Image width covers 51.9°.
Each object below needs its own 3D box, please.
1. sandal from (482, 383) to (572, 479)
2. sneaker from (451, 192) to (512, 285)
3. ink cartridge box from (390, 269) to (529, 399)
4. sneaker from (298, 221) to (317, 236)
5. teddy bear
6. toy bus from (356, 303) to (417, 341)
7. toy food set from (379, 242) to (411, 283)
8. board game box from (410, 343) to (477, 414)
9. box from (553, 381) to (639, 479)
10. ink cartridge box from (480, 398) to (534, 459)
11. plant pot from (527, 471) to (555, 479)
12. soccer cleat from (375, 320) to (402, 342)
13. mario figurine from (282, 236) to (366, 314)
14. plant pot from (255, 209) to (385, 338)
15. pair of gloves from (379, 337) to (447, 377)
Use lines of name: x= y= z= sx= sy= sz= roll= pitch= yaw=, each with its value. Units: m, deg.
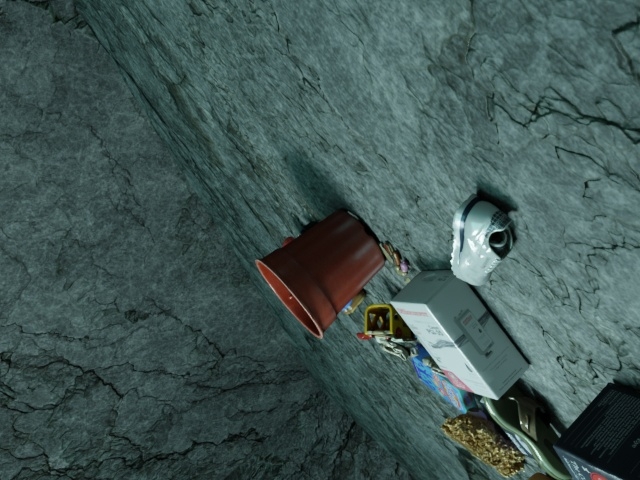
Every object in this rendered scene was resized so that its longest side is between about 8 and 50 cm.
sandal: x=0.509 y=0.429 z=1.564 sx=0.303 sy=0.120 sz=0.086 roll=46 pitch=137 yaw=7
sneaker: x=0.300 y=0.020 z=1.201 sx=0.094 sy=0.090 sz=0.235 roll=28 pitch=157 yaw=31
ink cartridge box: x=0.317 y=0.214 z=1.534 sx=0.283 sy=0.117 sz=0.207 roll=52 pitch=165 yaw=-8
sneaker: x=0.000 y=0.000 z=2.016 sx=0.083 sy=0.071 sz=0.190 roll=52 pitch=166 yaw=-30
teddy bear: x=0.486 y=0.589 z=1.940 sx=0.338 sy=0.113 sz=0.245 roll=41 pitch=166 yaw=-24
toy bus: x=0.212 y=0.233 z=1.892 sx=0.202 sy=0.190 sz=0.104 roll=135 pitch=138 yaw=-74
toy food set: x=0.197 y=0.050 z=1.674 sx=0.122 sy=0.019 sz=0.078 roll=58 pitch=168 yaw=5
board game box: x=0.372 y=0.424 z=2.003 sx=0.210 sy=0.047 sz=0.160 roll=33 pitch=157 yaw=44
box: x=0.630 y=0.456 z=1.114 sx=0.343 sy=0.179 sz=0.312 roll=54 pitch=163 yaw=-17
ink cartridge box: x=0.524 y=0.500 z=1.767 sx=0.206 sy=0.045 sz=0.208 roll=52 pitch=166 yaw=-8
plant pot: x=0.641 y=0.808 z=1.773 sx=0.203 sy=0.291 sz=0.291 roll=15 pitch=146 yaw=38
soccer cleat: x=0.218 y=0.301 z=2.089 sx=0.068 sy=0.076 sz=0.196 roll=54 pitch=164 yaw=-13
mario figurine: x=0.016 y=0.089 z=2.158 sx=0.320 sy=0.170 sz=0.198 roll=40 pitch=128 yaw=-2
plant pot: x=0.011 y=0.073 z=1.765 sx=0.272 sy=0.265 sz=0.272 roll=46 pitch=166 yaw=15
pair of gloves: x=0.285 y=0.328 z=1.844 sx=0.240 sy=0.042 sz=0.204 roll=21 pitch=178 yaw=19
